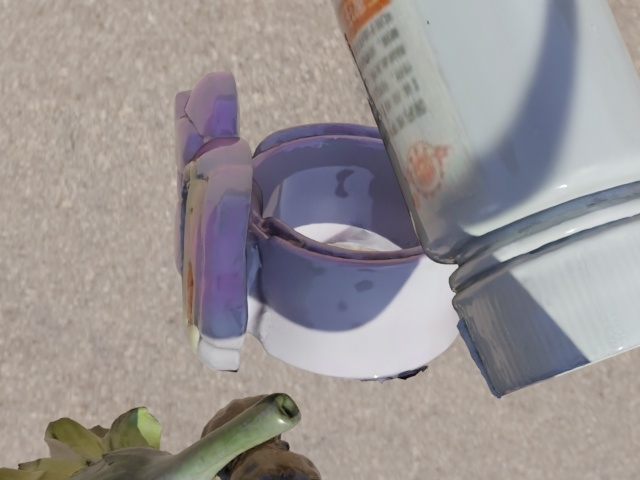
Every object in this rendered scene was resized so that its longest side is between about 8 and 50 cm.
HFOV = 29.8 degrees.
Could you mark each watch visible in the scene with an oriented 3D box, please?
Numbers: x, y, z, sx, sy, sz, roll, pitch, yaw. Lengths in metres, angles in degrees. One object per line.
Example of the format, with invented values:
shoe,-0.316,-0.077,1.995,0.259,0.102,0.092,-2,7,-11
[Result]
watch,0.000,0.000,0.909,0.217,0.248,0.211,0,122,-9

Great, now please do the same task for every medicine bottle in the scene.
medicine bottle,0.106,-0.054,0.638,0.144,0.144,0.252,-22,77,3

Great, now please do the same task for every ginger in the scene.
ginger,-0.041,0.221,1.091,0.080,0.204,0.104,29,101,-44

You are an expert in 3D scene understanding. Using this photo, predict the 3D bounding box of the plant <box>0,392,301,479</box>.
plant,-0.167,0.217,0.882,0.261,0.306,0.297,0,137,-18
